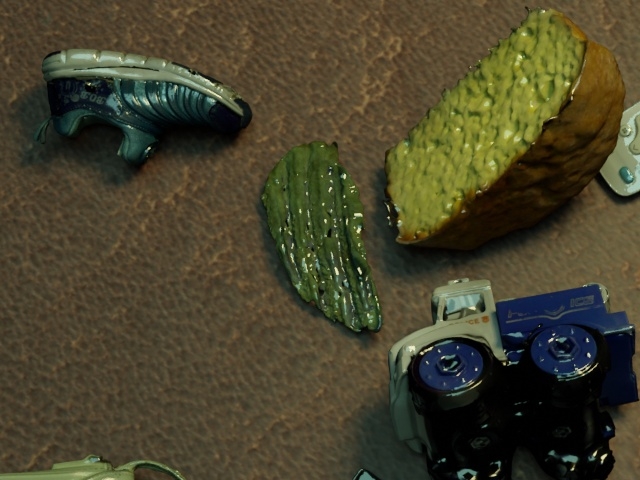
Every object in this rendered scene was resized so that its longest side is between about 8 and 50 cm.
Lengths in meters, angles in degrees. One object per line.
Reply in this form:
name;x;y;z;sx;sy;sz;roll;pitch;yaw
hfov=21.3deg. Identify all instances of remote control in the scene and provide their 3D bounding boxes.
remote control;0.355;-0.122;1.575;0.229;0.044;0.073;-33;74;3

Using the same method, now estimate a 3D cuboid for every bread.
bread;0.181;-0.088;1.528;0.260;0.134;0.129;-41;46;30

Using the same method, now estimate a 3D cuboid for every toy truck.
toy truck;0.162;0.106;1.462;0.213;0.161;0.177;-10;48;3

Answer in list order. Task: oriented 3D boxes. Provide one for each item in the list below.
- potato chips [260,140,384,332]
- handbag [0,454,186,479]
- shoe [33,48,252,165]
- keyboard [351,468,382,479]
potato chips;0.000;0.000;1.576;0.092;0.028;0.207;-14;66;2
handbag;-0.194;0.309;1.457;0.219;0.079;0.256;-5;68;-7
shoe;-0.168;-0.123;1.621;0.207;0.091;0.106;6;92;4
keyboard;-0.001;0.308;1.459;0.072;0.023;0.231;34;77;10
